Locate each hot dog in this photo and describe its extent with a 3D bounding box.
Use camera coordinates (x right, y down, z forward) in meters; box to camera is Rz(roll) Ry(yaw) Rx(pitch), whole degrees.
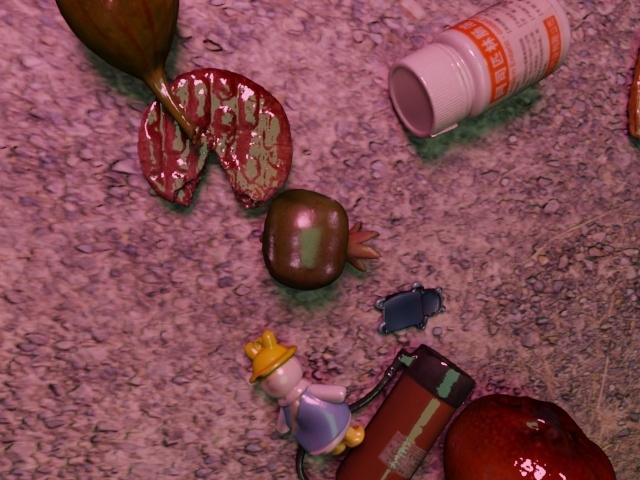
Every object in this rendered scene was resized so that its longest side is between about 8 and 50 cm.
[{"bbox_3d":[0.619,-0.300,0.852,0.066,0.047,0.216,-1,101,-1],"label":"hot dog"}]

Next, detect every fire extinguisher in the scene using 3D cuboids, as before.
[{"bbox_3d":[0.101,0.355,0.815,0.200,0.113,0.376,32,89,23],"label":"fire extinguisher"}]

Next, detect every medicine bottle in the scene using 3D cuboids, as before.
[{"bbox_3d":[0.240,-0.270,0.699,0.252,0.144,0.145,-30,107,-5],"label":"medicine bottle"}]

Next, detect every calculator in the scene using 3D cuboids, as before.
[{"bbox_3d":[0.164,0.121,0.817,0.141,0.019,0.094,-12,104,-15],"label":"calculator"}]

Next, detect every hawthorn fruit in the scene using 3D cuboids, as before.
[{"bbox_3d":[0.371,0.433,0.811,0.294,0.295,0.312,-14,105,-13],"label":"hawthorn fruit"}]

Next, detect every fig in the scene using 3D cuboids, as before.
[{"bbox_3d":[-0.217,-0.253,0.575,0.151,0.151,0.259,-31,118,-8],"label":"fig"}]

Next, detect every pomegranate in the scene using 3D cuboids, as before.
[{"bbox_3d":[0.000,0.000,0.698,0.191,0.131,0.152,2,95,-39],"label":"pomegranate"}]

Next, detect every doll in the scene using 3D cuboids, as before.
[{"bbox_3d":[-0.032,0.252,0.730,0.098,0.135,0.241,-39,93,-32],"label":"doll"}]

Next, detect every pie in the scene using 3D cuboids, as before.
[{"bbox_3d":[-0.147,-0.141,0.659,0.218,0.054,0.205,15,96,-16],"label":"pie"}]
